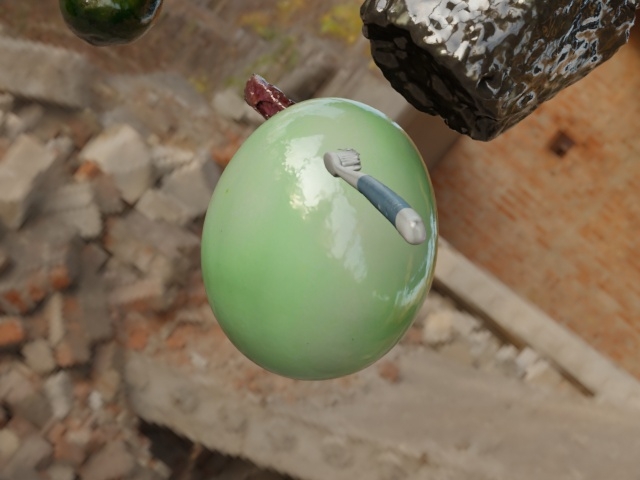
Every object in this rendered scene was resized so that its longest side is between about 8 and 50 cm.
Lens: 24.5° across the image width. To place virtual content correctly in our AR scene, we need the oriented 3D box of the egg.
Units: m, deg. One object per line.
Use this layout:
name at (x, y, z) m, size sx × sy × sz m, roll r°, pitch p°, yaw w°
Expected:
egg at (0.000, 0.000, 1.377) m, size 0.220 × 0.269 × 0.220 m, roll 9°, pitch 21°, yaw -4°

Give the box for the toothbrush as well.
toothbrush at (0.038, -0.035, 1.013) m, size 0.275 × 0.025 × 0.019 m, roll -131°, pitch -149°, yaw -74°

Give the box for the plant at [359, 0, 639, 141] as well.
plant at (0.193, -0.234, 1.211) m, size 0.194 × 0.320 × 0.181 m, roll 38°, pitch -10°, yaw 29°

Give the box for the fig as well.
fig at (-0.225, -0.252, 1.591) m, size 0.117 × 0.117 × 0.177 m, roll 40°, pitch -18°, yaw 3°

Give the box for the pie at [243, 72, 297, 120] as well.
pie at (-0.020, -0.115, 1.514) m, size 0.153 × 0.038 × 0.153 m, roll 37°, pitch 1°, yaw -1°
